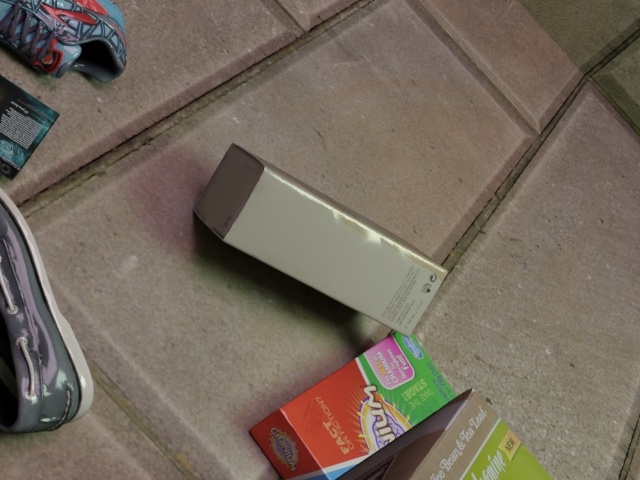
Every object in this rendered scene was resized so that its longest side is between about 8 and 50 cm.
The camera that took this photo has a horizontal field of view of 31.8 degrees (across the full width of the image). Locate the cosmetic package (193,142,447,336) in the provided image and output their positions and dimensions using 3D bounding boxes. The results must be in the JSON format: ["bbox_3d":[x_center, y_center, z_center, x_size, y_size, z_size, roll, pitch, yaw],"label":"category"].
[{"bbox_3d":[0.000,0.000,1.514,0.309,0.113,0.160,29,5,-27],"label":"cosmetic package"}]

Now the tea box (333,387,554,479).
[{"bbox_3d":[0.112,0.388,1.133,0.323,0.329,0.220,49,36,0],"label":"tea box"}]

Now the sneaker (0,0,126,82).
[{"bbox_3d":[-0.355,-0.276,1.455,0.262,0.104,0.125,9,53,-42],"label":"sneaker"}]

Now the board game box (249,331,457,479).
[{"bbox_3d":[0.085,0.269,1.444,0.242,0.064,0.316,54,35,7],"label":"board game box"}]

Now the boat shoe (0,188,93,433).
[{"bbox_3d":[-0.347,0.053,1.146,0.099,0.116,0.319,-19,77,-57],"label":"boat shoe"}]

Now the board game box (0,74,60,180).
[{"bbox_3d":[-0.417,-0.163,1.337,0.186,0.026,0.126,35,39,-13],"label":"board game box"}]
